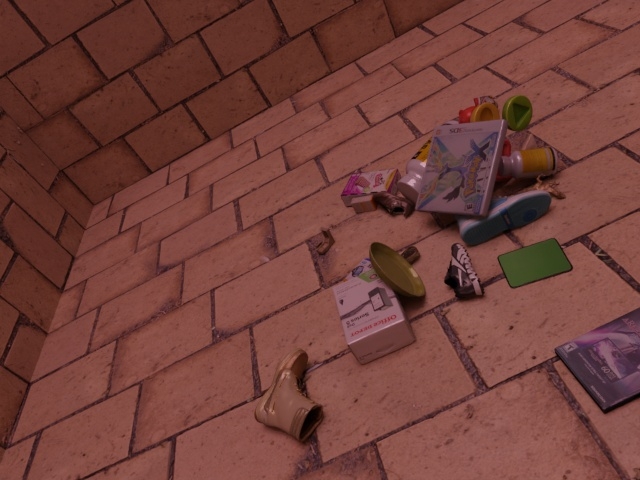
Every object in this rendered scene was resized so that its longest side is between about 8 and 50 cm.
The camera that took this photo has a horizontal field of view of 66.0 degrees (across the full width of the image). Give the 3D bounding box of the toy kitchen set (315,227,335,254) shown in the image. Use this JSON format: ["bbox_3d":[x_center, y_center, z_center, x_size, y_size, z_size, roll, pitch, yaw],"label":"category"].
[{"bbox_3d":[0.000,0.000,2.050,0.068,0.075,0.083,13,51,46],"label":"toy kitchen set"}]

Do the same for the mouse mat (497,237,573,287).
[{"bbox_3d":[0.665,0.069,1.540,0.189,0.007,0.153,-21,37,16],"label":"mouse mat"}]

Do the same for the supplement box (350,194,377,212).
[{"bbox_3d":[0.187,-0.155,2.109,0.098,0.062,0.036,-7,43,30],"label":"supplement box"}]

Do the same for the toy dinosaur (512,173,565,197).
[{"bbox_3d":[0.765,-0.185,1.729,0.183,0.053,0.093,6,51,40],"label":"toy dinosaur"}]

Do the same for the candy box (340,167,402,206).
[{"bbox_3d":[0.223,-0.233,2.167,0.233,0.071,0.159,-2,45,34],"label":"candy box"}]

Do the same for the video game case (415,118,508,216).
[{"bbox_3d":[0.486,-0.253,1.728,0.300,0.036,0.329,10,86,54],"label":"video game case"}]

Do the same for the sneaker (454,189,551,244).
[{"bbox_3d":[0.612,-0.131,1.716,0.318,0.127,0.208,-23,38,10],"label":"sneaker"}]

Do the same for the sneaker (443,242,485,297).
[{"bbox_3d":[0.446,0.098,1.605,0.106,0.078,0.234,-21,39,11],"label":"sneaker"}]

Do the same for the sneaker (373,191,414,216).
[{"bbox_3d":[0.285,-0.147,2.009,0.188,0.066,0.071,16,60,36],"label":"sneaker"}]

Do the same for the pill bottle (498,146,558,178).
[{"bbox_3d":[0.743,-0.275,1.771,0.184,0.103,0.103,-5,40,5],"label":"pill bottle"}]

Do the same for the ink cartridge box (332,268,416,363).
[{"bbox_3d":[0.169,0.236,1.611,0.198,0.115,0.273,-26,36,8],"label":"ink cartridge box"}]

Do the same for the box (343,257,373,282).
[{"bbox_3d":[0.157,0.122,1.833,0.136,0.028,0.081,-44,37,-20],"label":"box"}]

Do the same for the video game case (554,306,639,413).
[{"bbox_3d":[0.756,0.280,1.207,0.274,0.026,0.196,-29,36,6],"label":"video game case"}]

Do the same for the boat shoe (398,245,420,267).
[{"bbox_3d":[0.290,0.081,1.777,0.153,0.048,0.056,-38,46,2],"label":"boat shoe"}]

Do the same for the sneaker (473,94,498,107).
[{"bbox_3d":[0.745,-0.589,2.194,0.092,0.088,0.225,-16,39,19],"label":"sneaker"}]

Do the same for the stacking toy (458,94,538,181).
[{"bbox_3d":[0.666,-0.395,1.869,0.279,0.309,0.130,-28,22,-18],"label":"stacking toy"}]

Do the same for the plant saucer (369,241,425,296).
[{"bbox_3d":[0.247,0.104,1.638,0.037,0.240,0.241,-49,29,24],"label":"plant saucer"}]

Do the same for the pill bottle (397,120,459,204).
[{"bbox_3d":[0.463,-0.301,1.959,0.334,0.188,0.188,-47,38,-10],"label":"pill bottle"}]

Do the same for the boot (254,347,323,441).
[{"bbox_3d":[-0.064,0.470,1.521,0.203,0.095,0.262,7,52,42],"label":"boot"}]
